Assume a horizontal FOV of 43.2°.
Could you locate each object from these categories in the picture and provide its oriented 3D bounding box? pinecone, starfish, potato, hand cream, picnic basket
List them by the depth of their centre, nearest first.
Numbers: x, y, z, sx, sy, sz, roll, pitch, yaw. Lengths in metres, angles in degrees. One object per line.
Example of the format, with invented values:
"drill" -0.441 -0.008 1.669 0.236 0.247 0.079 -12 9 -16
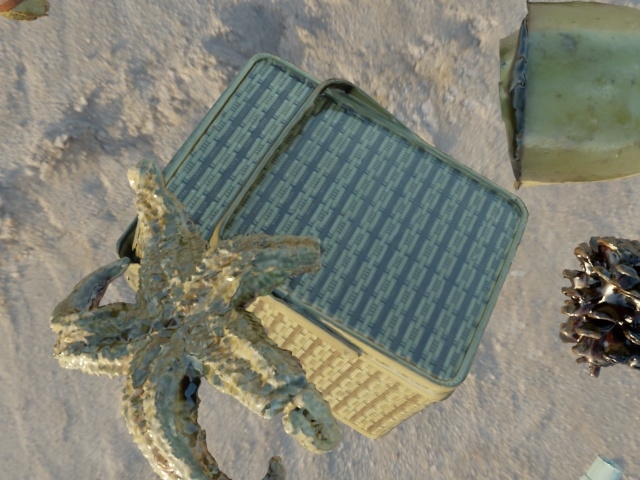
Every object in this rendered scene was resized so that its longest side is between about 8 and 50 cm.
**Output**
"starfish" -0.067 0.031 0.392 0.150 0.053 0.209 -24 51 1
"picnic basket" 0.000 0.000 0.740 0.313 0.175 0.228 32 58 0
"potato" 0.312 -0.164 0.909 0.243 0.285 0.242 1 95 13
"pinecone" 0.532 0.112 1.402 0.243 0.243 0.257 10 77 4
"hand cream" 0.433 0.533 1.452 0.085 0.058 0.331 29 100 -5

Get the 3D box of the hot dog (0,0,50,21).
"hot dog" -0.426 -0.357 1.018 0.093 0.261 0.123 -15 64 -2
